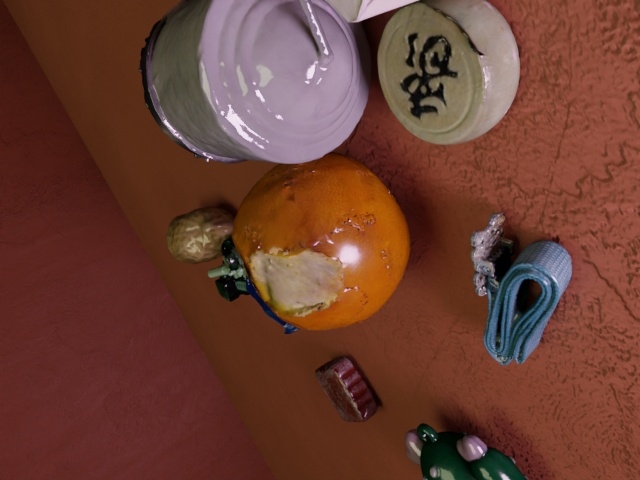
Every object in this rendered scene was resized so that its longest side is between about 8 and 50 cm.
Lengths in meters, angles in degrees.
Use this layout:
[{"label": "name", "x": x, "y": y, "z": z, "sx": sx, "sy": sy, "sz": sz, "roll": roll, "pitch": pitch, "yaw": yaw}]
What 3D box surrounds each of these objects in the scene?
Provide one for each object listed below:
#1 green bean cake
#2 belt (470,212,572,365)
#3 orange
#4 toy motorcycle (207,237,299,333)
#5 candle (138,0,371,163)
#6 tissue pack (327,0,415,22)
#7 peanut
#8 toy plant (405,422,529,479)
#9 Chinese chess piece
[{"label": "green bean cake", "x": 0.055, "y": 0.318, "z": 1.124, "sx": 0.135, "sy": 0.056, "sz": 0.136, "roll": 56, "pitch": 154, "yaw": 5}, {"label": "belt", "x": 0.208, "y": 0.066, "z": 0.580, "sx": 0.100, "sy": 0.065, "sz": 0.179, "roll": 30, "pitch": 142, "yaw": 30}, {"label": "orange", "x": 0.000, "y": 0.000, "z": 0.701, "sx": 0.240, "sy": 0.240, "sz": 0.240, "roll": 42, "pitch": 149, "yaw": 33}, {"label": "toy motorcycle", "x": -0.116, "y": 0.091, "z": 1.134, "sx": 0.331, "sy": 0.125, "sz": 0.196, "roll": 12, "pitch": 126, "yaw": 52}, {"label": "candle", "x": -0.074, "y": -0.196, "z": 0.624, "sx": 0.343, "sy": 0.221, "sz": 0.221, "roll": 21, "pitch": 134, "yaw": 56}, {"label": "tissue pack", "x": 0.058, "y": -0.253, "z": 0.412, "sx": 0.106, "sy": 0.149, "sz": 0.099, "roll": 50, "pitch": 152, "yaw": 20}, {"label": "peanut", "x": -0.301, "y": -0.010, "z": 1.337, "sx": 0.325, "sy": 0.153, "sz": 0.140, "roll": -9, "pitch": 74, "yaw": 55}, {"label": "toy plant", "x": 0.232, "y": 0.377, "z": 0.801, "sx": 0.233, "sy": 0.113, "sz": 0.243, "roll": -11, "pitch": 113, "yaw": 58}, {"label": "Chinese chess piece", "x": 0.118, "y": -0.163, "z": 0.504, "sx": 0.144, "sy": 0.059, "sz": 0.144, "roll": 41, "pitch": 148, "yaw": 34}]
